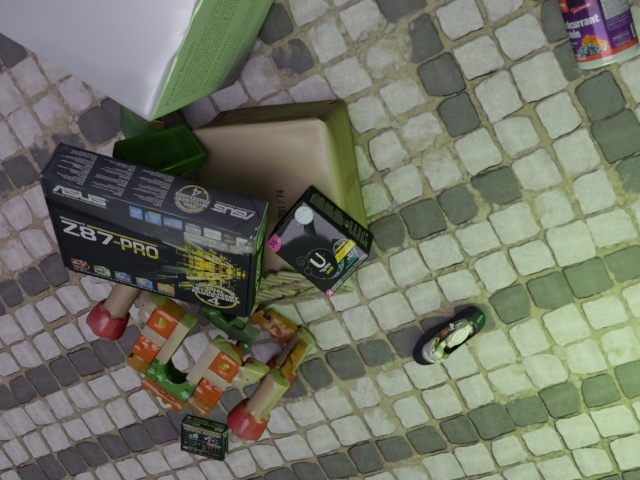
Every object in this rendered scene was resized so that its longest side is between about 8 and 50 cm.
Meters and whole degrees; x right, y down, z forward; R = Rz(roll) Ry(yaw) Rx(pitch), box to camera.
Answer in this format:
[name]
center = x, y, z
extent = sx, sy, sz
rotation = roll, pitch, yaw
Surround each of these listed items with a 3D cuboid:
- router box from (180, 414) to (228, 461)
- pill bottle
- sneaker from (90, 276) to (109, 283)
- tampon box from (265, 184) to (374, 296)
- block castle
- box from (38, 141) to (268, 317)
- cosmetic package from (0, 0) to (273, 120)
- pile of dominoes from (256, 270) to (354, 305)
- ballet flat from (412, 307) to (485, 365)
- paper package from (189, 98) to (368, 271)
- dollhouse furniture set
[router box]
center = -0.298, 0.506, 2.087
extent = 0.123, 0.038, 0.092
rotation = 11, 116, 13
[pill bottle]
center = 0.470, -0.403, 1.400
extent = 0.108, 0.108, 0.193
rotation = -16, 106, 23
[sneaker]
center = -0.566, -0.026, 1.898
extent = 0.152, 0.114, 0.305
rotation = -25, 103, 24
[tampon box]
center = 0.000, 0.000, 1.542
extent = 0.161, 0.101, 0.120
rotation = 39, 112, -7
[block castle]
center = -0.262, 0.225, 1.807
extent = 0.453, 0.303, 0.212
rotation = 36, 113, 0
[box]
center = -0.302, -0.008, 1.531
extent = 0.395, 0.097, 0.318
rotation = 16, 146, 2
[cosmetic package]
center = -0.294, -0.462, 1.452
extent = 0.328, 0.393, 0.329
rotation = 31, 114, 3
[pile of dominoes]
center = -0.082, 0.090, 1.752
extent = 0.251, 0.196, 0.040
rotation = -15, 65, 43
[ballet flat]
center = 0.270, 0.218, 1.758
extent = 0.074, 0.074, 0.203
rotation = 46, 119, -5
[paper package]
center = -0.080, -0.106, 1.677
extent = 0.310, 0.168, 0.324
rotation = -3, 112, 19
[dollhouse furniture set]
center = -0.383, -0.197, 1.649
extent = 0.301, 0.151, 0.197
rotation = 54, 148, 20
